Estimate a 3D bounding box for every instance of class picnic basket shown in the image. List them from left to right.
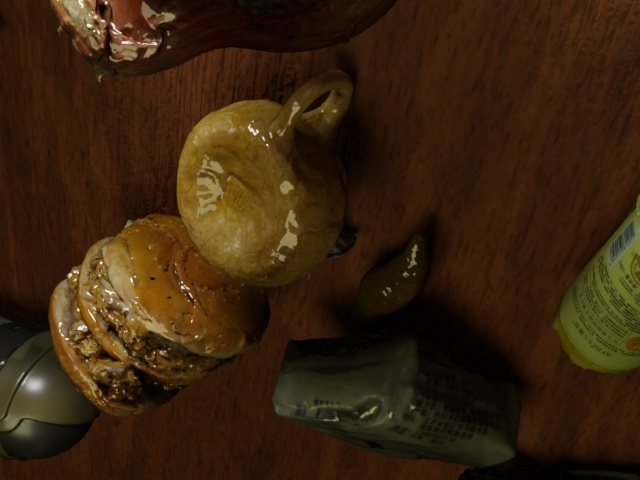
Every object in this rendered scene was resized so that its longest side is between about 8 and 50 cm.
[{"bbox_3d":[0.000,0.000,1.562,0.083,0.065,0.083,17,126,10],"label":"picnic basket"}]

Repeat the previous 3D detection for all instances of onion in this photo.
[{"bbox_3d":[-0.064,-0.306,1.043,0.353,0.354,0.354,19,143,15],"label":"onion"}]

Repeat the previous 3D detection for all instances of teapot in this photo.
[{"bbox_3d":[-0.040,-0.067,1.444,0.203,0.167,0.311,44,128,22],"label":"teapot"}]

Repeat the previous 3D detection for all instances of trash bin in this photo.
[{"bbox_3d":[-0.500,0.224,2.056,0.333,0.214,0.214,21,143,18],"label":"trash bin"}]

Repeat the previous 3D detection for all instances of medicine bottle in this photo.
[{"bbox_3d":[0.330,0.046,1.340,0.124,0.124,0.239,29,145,2],"label":"medicine bottle"}]

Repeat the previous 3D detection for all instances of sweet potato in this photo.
[{"bbox_3d":[0.081,0.059,1.579,0.067,0.067,0.274,31,152,-1],"label":"sweet potato"}]

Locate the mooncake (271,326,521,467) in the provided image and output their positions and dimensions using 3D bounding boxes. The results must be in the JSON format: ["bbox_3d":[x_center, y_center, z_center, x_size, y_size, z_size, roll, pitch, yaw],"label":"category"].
[{"bbox_3d":[0.097,0.193,1.641,0.254,0.136,0.250,26,157,-38],"label":"mooncake"}]

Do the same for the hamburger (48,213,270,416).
[{"bbox_3d":[-0.199,0.088,1.659,0.260,0.245,0.211,24,129,-32],"label":"hamburger"}]

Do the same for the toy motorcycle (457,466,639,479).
[{"bbox_3d":[0.367,0.400,1.703,0.410,0.169,0.237,3,130,40],"label":"toy motorcycle"}]
